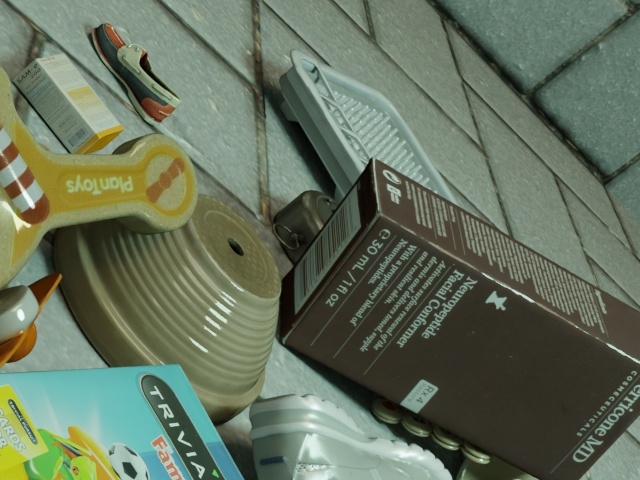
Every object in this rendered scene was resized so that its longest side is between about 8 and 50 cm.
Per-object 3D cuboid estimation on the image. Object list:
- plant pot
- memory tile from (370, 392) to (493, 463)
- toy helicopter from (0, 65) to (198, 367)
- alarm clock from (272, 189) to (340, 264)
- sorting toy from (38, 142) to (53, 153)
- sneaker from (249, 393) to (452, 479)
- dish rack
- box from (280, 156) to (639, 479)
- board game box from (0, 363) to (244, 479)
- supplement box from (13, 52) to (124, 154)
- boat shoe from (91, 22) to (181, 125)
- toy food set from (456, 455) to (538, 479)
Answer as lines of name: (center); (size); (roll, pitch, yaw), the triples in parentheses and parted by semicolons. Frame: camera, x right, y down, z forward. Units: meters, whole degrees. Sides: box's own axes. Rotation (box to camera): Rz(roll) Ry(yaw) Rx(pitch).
plant pot: (-0.113, 0.037, 1.207); (0.237, 0.109, 0.237); (42, 23, -22)
memory tile: (0.126, 0.191, 1.518); (0.148, 0.012, 0.113); (24, 24, -5)
toy helicopter: (-0.217, -0.018, 1.010); (0.355, 0.140, 0.235); (-8, 85, -52)
alarm clock: (0.000, 0.000, 1.593); (0.192, 0.064, 0.129); (4, 50, -60)
sorting toy: (-0.282, -0.091, 1.165); (0.083, 0.045, 0.075); (26, 25, -50)
sneaker: (0.025, 0.235, 1.229); (0.281, 0.105, 0.115); (32, 53, -43)
dish rack: (0.070, -0.116, 1.928); (0.333, 0.072, 0.285); (13, 41, -60)
box: (0.163, 0.097, 1.466); (0.381, 0.191, 0.143); (28, 26, -17)
board game box: (-0.147, 0.208, 0.878); (0.254, 0.079, 0.336); (58, 21, 17)
supplement box: (-0.244, -0.132, 1.319); (0.098, 0.036, 0.062); (52, 20, 0)
boat shoe: (-0.204, -0.191, 1.502); (0.137, 0.043, 0.049); (55, 22, 15)
toy food set: (0.273, 0.380, 1.474); (0.219, 0.092, 0.306); (37, 25, -34)
